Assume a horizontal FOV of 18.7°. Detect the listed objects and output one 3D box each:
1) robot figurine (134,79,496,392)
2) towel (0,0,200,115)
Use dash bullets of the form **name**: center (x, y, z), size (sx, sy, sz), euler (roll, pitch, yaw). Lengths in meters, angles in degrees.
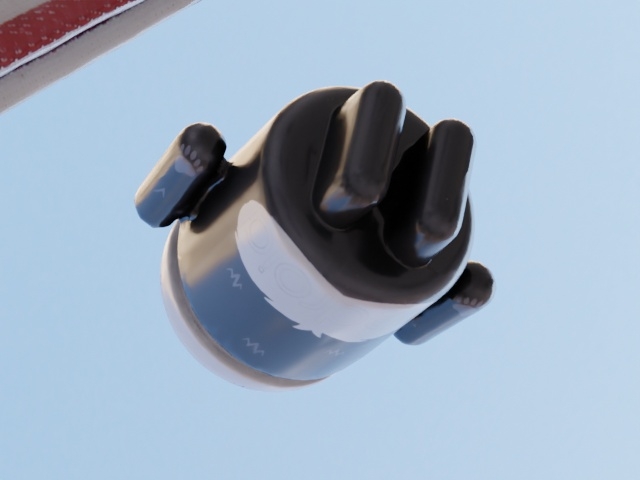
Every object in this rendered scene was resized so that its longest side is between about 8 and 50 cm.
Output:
- **robot figurine**: center (-0.001, -0.003, 1.371), size (0.173, 0.278, 0.209), euler (-28, -99, -39)
- **towel**: center (-0.183, -0.151, 0.500), size (0.237, 0.037, 0.329), euler (-34, -108, -29)
